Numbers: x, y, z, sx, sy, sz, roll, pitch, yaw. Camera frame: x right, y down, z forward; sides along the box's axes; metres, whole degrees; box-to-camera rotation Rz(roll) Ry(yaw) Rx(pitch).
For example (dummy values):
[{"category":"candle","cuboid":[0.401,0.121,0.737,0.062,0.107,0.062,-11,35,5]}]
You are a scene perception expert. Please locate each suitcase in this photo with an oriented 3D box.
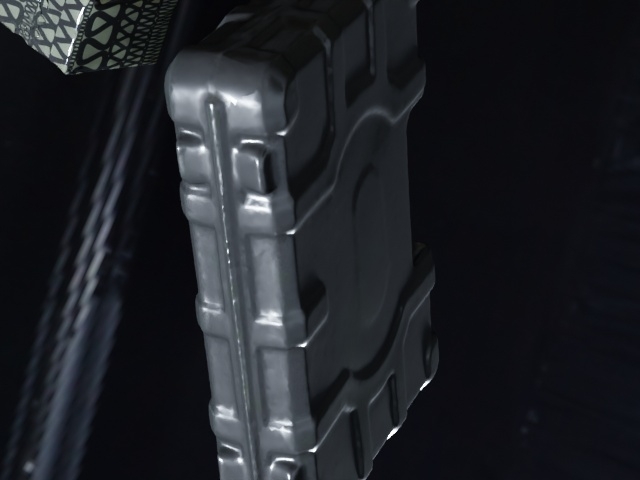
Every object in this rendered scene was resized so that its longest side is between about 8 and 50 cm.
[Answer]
[{"category":"suitcase","cuboid":[-0.001,0.000,0.921,0.206,0.066,0.286,-50,-39,-53]}]

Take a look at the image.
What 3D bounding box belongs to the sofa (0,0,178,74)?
[{"category":"sofa","cuboid":[-0.123,-0.118,0.752,0.060,0.118,0.039,-11,-49,-51]}]
